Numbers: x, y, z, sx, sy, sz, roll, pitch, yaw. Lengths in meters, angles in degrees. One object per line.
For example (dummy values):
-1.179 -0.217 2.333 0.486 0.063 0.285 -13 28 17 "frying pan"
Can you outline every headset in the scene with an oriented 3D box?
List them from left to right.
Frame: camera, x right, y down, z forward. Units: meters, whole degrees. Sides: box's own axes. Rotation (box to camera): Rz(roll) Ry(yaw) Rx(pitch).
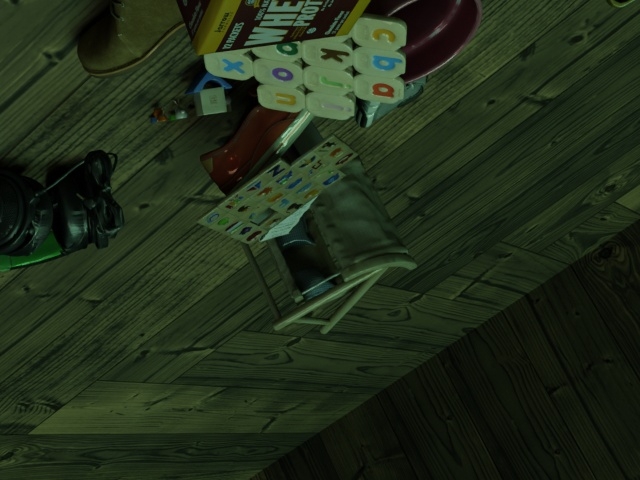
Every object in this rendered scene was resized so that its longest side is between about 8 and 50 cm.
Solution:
-0.414 -0.019 1.698 0.243 0.185 0.394 -4 159 -41 "headset"

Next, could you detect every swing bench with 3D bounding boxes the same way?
0.000 0.000 2.067 0.255 0.253 0.165 -39 153 26 "swing bench"

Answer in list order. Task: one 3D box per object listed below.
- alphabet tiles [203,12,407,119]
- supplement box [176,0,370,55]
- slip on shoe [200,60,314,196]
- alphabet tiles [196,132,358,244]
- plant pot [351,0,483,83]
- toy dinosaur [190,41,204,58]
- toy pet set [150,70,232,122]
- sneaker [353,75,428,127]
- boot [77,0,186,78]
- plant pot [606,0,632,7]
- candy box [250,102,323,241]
-0.024 -0.256 1.474 0.278 0.021 0.284 10 151 8 "alphabet tiles"
-0.062 -0.327 1.224 0.194 0.191 0.129 -13 161 -27 "supplement box"
-0.060 -0.212 1.700 0.331 0.101 0.123 -51 -171 1 "slip on shoe"
-0.056 -0.079 1.716 0.237 0.009 0.198 -36 160 11 "alphabet tiles"
0.098 -0.344 1.558 0.201 0.180 0.201 -21 156 -10 "plant pot"
-0.157 -0.310 1.522 0.268 0.064 0.118 -35 140 19 "toy dinosaur"
-0.191 -0.221 1.698 0.122 0.065 0.114 -12 -173 -24 "toy pet set"
0.125 -0.279 1.856 0.132 0.086 0.228 -24 167 -17 "sneaker"
-0.225 -0.297 1.392 0.305 0.112 0.115 -20 149 40 "boot"
0.468 -0.470 1.652 0.212 0.212 0.187 -30 178 8 "plant pot"
-0.075 -0.122 1.848 0.070 0.164 0.196 -16 156 -40 "candy box"
